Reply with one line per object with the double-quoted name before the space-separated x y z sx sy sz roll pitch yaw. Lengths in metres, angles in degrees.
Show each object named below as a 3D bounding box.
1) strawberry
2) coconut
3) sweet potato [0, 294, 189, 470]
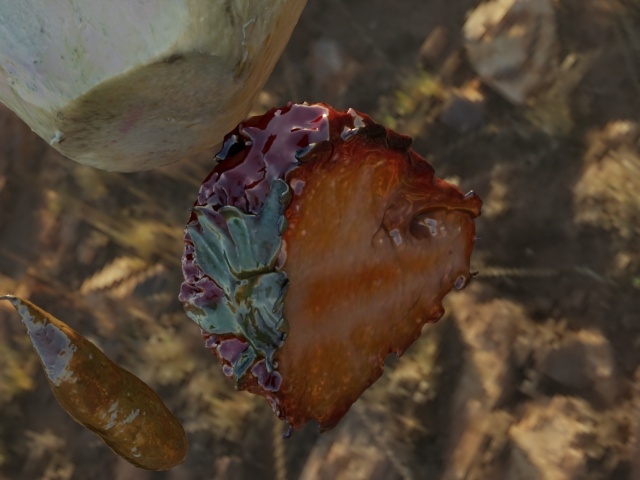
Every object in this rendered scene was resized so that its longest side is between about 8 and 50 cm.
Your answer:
"strawberry" -0.007 -0.011 1.473 0.150 0.253 0.280 17 43 35
"coconut" -0.157 -0.248 1.584 0.352 0.352 0.353 -26 49 35
"sweet potato" -0.158 0.099 1.246 0.056 0.195 0.056 -28 35 22
